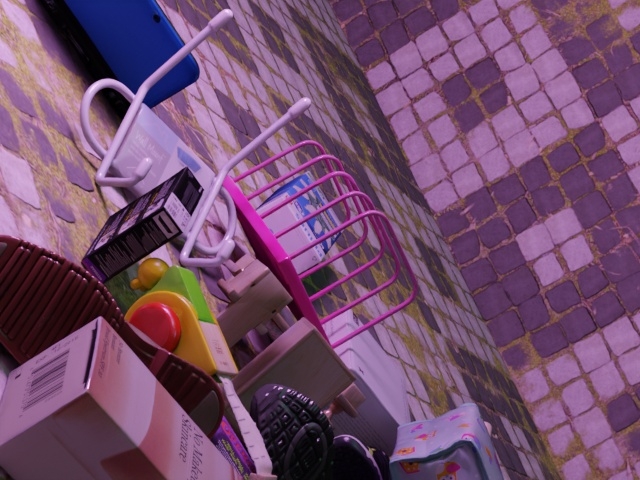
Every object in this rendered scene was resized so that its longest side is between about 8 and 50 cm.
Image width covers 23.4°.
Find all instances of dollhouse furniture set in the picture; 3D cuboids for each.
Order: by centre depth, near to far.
[{"bbox_3d":[-0.116,0.148,2.187,0.303,0.174,0.355,53,-8,-25],"label":"dollhouse furniture set"}]

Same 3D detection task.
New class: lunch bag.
[{"bbox_3d":[0.206,0.391,2.217,0.223,0.160,0.262,-42,112,-80],"label":"lunch bag"}]

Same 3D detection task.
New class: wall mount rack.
[{"bbox_3d":[-0.171,-0.142,2.210,0.350,0.130,0.304,47,56,-39],"label":"wall mount rack"}]

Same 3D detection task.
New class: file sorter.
[{"bbox_3d":[0.000,0.000,2.391,0.290,0.182,0.202,52,-11,55],"label":"file sorter"}]

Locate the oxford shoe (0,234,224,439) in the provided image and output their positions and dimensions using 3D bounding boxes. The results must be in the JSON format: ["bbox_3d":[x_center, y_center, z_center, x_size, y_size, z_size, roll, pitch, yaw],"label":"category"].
[{"bbox_3d":[-0.267,0.115,1.703,0.348,0.123,0.130,44,-16,-26],"label":"oxford shoe"}]

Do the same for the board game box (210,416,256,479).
[{"bbox_3d":[-0.070,0.390,1.870,0.347,0.056,0.208,58,18,-3],"label":"board game box"}]

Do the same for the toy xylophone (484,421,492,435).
[{"bbox_3d":[0.238,0.440,2.470,0.081,0.236,0.322,26,27,-13],"label":"toy xylophone"}]

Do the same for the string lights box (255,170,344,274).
[{"bbox_3d":[-0.040,-0.029,2.744,0.133,0.077,0.259,59,15,-6],"label":"string lights box"}]

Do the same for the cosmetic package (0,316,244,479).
[{"bbox_3d":[-0.190,0.245,1.587,0.296,0.129,0.153,53,14,-25],"label":"cosmetic package"}]

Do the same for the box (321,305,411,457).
[{"bbox_3d":[0.046,0.235,2.417,0.182,0.119,0.181,52,16,-25],"label":"box"}]

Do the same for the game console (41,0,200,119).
[{"bbox_3d":[-0.299,-0.346,2.328,0.293,0.173,0.250,57,15,-10],"label":"game console"}]

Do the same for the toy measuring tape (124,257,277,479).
[{"bbox_3d":[-0.162,0.172,1.868,0.330,0.121,0.121,65,16,20],"label":"toy measuring tape"}]

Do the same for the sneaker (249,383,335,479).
[{"bbox_3d":[-0.035,0.303,2.006,0.130,0.109,0.286,16,-46,51],"label":"sneaker"}]

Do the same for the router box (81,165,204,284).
[{"bbox_3d":[-0.226,-0.021,1.993,0.046,0.133,0.179,55,15,-13],"label":"router box"}]

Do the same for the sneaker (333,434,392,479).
[{"bbox_3d":[0.060,0.345,2.315,0.234,0.084,0.097,60,19,-44],"label":"sneaker"}]
